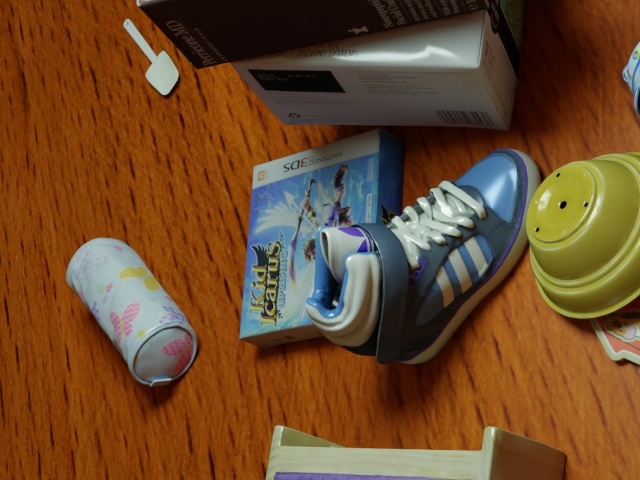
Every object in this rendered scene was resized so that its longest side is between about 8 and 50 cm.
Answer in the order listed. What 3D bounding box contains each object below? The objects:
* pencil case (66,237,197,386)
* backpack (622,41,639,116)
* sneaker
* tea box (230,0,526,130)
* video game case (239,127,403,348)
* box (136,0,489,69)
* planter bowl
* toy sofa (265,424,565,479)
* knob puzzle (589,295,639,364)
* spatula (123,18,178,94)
[{"bbox_3d":[-0.294,0.107,2.201,0.273,0.113,0.124,44,114,45],"label":"pencil case"},{"bbox_3d":[0.414,-0.193,1.608,0.158,0.173,0.117,-45,47,22],"label":"backpack"},{"bbox_3d":[0.114,0.000,1.766,0.323,0.236,0.130,-57,44,10],"label":"sneaker"},{"bbox_3d":[0.089,-0.331,1.873,0.329,0.220,0.323,4,75,20],"label":"tea box"},{"bbox_3d":[0.000,0.000,2.004,0.244,0.061,0.269,-15,63,40],"label":"video game case"},{"bbox_3d":[-0.009,-0.330,1.679,0.381,0.191,0.143,-9,70,16],"label":"box"},{"bbox_3d":[0.307,-0.025,1.671,0.217,0.090,0.217,-31,44,36],"label":"planter bowl"},{"bbox_3d":[0.100,0.319,1.704,0.362,0.150,0.177,-6,67,42],"label":"toy sofa"},{"bbox_3d":[0.375,0.050,1.645,0.213,0.030,0.213,-19,60,38],"label":"knob puzzle"},{"bbox_3d":[-0.261,-0.365,2.443,0.168,0.019,0.242,-53,45,15],"label":"spatula"}]
